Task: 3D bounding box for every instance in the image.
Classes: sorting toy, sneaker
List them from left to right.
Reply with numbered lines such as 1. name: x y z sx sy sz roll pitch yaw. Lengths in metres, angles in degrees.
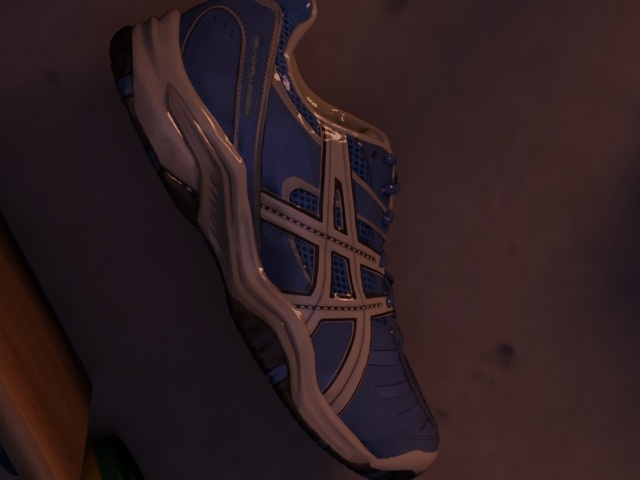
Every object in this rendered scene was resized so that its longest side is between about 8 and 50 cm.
1. sorting toy: -0.139 0.019 0.683 0.046 0.132 0.274 -25 105 2
2. sneaker: 0.000 0.000 0.720 0.081 0.080 0.211 -27 107 4
